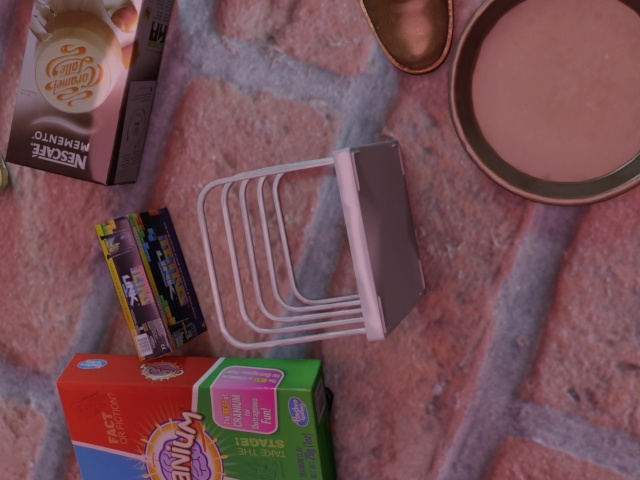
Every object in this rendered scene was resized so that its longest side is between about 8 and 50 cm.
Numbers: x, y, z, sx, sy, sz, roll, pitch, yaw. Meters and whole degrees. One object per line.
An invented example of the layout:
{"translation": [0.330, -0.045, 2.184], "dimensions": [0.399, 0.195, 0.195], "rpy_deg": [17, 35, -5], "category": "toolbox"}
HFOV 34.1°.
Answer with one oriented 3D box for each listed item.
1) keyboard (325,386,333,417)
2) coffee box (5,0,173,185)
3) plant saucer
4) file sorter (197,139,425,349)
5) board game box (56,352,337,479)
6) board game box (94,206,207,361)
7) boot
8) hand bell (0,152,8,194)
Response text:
{"translation": [-0.083, 0.222, 1.337], "dimensions": [0.192, 0.038, 0.100], "rpy_deg": [10, 78, 8], "category": "keyboard"}
{"translation": [-0.283, -0.202, 1.286], "dimensions": [0.141, 0.098, 0.246], "rpy_deg": [14, 98, 9], "category": "coffee box"}
{"translation": [0.288, -0.178, 1.214], "dimensions": [0.278, 0.041, 0.277], "rpy_deg": [1, 96, 11], "category": "plant saucer"}
{"translation": [0.000, 0.000, 1.170], "dimensions": [0.173, 0.278, 0.192], "rpy_deg": [-9, 95, 15], "category": "file sorter"}
{"translation": [-0.143, 0.258, 1.281], "dimensions": [0.317, 0.064, 0.242], "rpy_deg": [-1, 117, 14], "category": "board game box"}
{"translation": [-0.203, 0.049, 1.277], "dimensions": [0.048, 0.141, 0.170], "rpy_deg": [-17, 93, 13], "category": "board game box"}
{"translation": [0.083, -0.341, 1.197], "dimensions": [0.112, 0.115, 0.305], "rpy_deg": [-11, 95, 10], "category": "boot"}
{"translation": [-0.533, -0.044, 1.364], "dimensions": [0.242, 0.126, 0.126], "rpy_deg": [-35, 89, 25], "category": "hand bell"}
